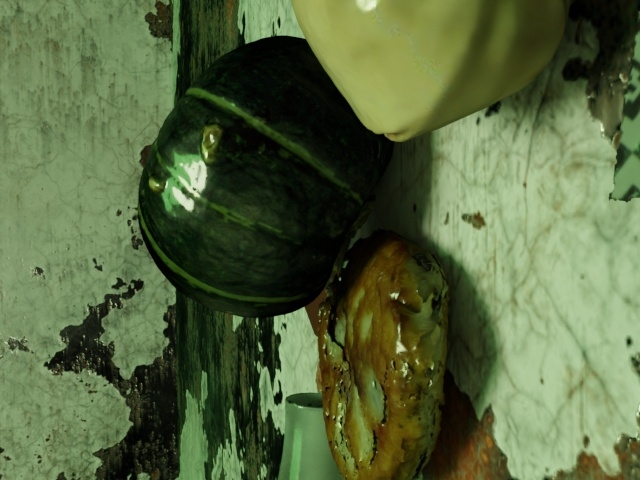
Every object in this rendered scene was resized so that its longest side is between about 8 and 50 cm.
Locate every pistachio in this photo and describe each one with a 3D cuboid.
[{"bbox_3d":[0.068,-0.190,0.528,0.318,0.193,0.214,-119,44,-72],"label":"pistachio"}]

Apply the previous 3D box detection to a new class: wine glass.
[{"bbox_3d":[-0.009,0.325,0.895,0.103,0.103,0.231,-178,89,-70],"label":"wine glass"}]

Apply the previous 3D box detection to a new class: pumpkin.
[{"bbox_3d":[-0.060,-0.069,0.755,0.323,0.241,0.323,-61,-4,-8],"label":"pumpkin"}]

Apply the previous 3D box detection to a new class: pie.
[{"bbox_3d":[0.063,0.130,0.712,0.308,0.085,0.308,180,90,-75],"label":"pie"}]

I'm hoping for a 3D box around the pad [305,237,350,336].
[{"bbox_3d":[0.000,0.000,0.997,0.181,0.004,0.267,-113,29,-47],"label":"pad"}]

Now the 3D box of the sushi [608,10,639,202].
[{"bbox_3d":[0.240,-0.114,0.255,0.231,0.047,0.219,13,96,60],"label":"sushi"}]
